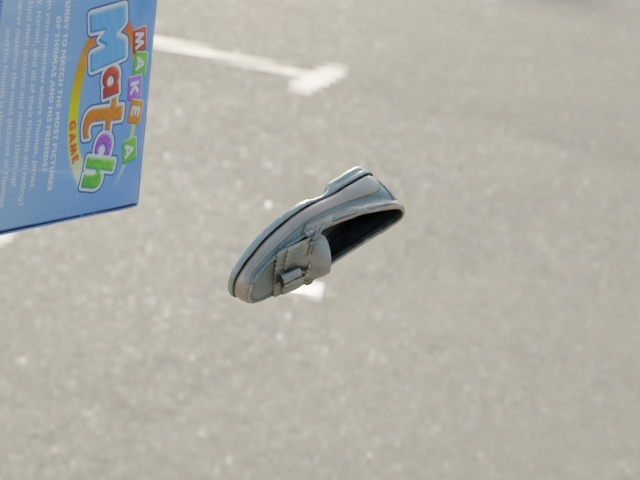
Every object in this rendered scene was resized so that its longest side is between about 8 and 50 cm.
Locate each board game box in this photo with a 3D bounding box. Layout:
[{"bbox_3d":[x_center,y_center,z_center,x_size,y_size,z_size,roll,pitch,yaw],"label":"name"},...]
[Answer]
[{"bbox_3d":[-0.137,-0.079,0.699,0.039,0.160,0.211,15,15,29],"label":"board game box"}]

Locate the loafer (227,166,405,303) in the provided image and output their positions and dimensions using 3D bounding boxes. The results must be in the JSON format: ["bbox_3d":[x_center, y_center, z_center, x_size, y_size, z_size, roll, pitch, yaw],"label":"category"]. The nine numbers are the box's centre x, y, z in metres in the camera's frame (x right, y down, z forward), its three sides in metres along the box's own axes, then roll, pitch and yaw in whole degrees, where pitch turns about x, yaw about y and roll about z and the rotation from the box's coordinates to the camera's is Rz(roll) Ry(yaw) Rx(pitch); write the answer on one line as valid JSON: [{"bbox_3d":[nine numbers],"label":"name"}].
[{"bbox_3d":[0.000,0.000,1.044,0.039,0.045,0.125,34,50,21],"label":"loafer"}]
